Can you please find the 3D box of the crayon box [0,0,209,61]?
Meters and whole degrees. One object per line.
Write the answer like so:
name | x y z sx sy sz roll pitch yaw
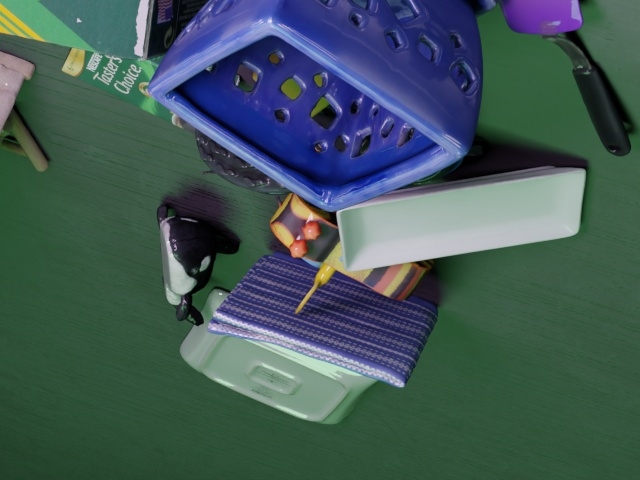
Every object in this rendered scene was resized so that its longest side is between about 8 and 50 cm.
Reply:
crayon box | -0.272 -0.256 1.818 0.319 0.081 0.202 14 -163 17

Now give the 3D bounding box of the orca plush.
orca plush | -0.152 0.038 2.386 0.102 0.151 0.287 -10 151 -8

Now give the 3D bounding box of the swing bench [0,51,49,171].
swing bench | -0.458 -0.075 2.220 0.165 0.253 0.254 18 153 6

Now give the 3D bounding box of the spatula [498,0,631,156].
spatula | 0.245 -0.175 1.766 0.084 0.030 0.296 1 147 34

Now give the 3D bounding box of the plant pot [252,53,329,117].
plant pot | -0.005 -0.189 1.876 0.081 0.081 0.083 36 141 -27

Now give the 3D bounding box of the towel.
towel | 0.011 0.096 2.218 0.243 0.040 0.336 17 -165 7

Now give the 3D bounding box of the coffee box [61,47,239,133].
coffee box | -0.193 -0.189 2.051 0.184 0.040 0.113 26 153 -11

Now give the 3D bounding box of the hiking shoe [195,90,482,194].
hiking shoe | 0.011 -0.095 1.978 0.304 0.113 0.132 7 177 24

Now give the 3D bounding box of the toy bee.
toy bee | 0.000 0.000 2.098 0.298 0.162 0.195 10 111 -10

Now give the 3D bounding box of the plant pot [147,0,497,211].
plant pot | 0.015 -0.190 1.703 0.236 0.212 0.236 33 151 -22

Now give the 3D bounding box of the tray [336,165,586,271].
tray | 0.153 -0.030 2.000 0.270 0.030 0.145 -9 150 -1

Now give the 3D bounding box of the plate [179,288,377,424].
plate | -0.063 0.186 2.659 0.277 0.045 0.278 23 154 -5
